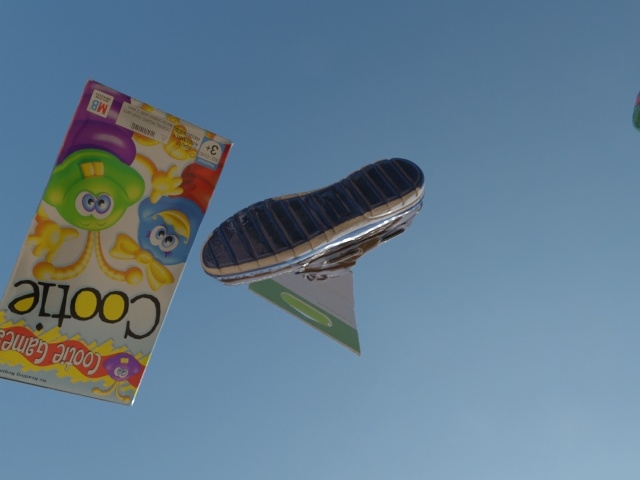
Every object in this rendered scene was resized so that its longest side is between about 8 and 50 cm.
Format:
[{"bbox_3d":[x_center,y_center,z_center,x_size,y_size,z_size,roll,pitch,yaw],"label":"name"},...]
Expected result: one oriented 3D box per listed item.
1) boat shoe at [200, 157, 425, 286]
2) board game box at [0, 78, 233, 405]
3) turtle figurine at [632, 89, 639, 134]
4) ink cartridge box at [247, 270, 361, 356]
[{"bbox_3d":[0.000,0.000,0.439,0.183,0.066,0.066,-20,-133,-7],"label":"boat shoe"},{"bbox_3d":[-0.218,0.000,0.572,0.142,0.144,0.275,21,-90,-24],"label":"board game box"},{"bbox_3d":[0.275,-0.127,0.350,0.234,0.118,0.175,-37,-92,-8],"label":"turtle figurine"},{"bbox_3d":[-0.030,0.071,0.779,0.171,0.235,0.056,32,-69,-13],"label":"ink cartridge box"}]
